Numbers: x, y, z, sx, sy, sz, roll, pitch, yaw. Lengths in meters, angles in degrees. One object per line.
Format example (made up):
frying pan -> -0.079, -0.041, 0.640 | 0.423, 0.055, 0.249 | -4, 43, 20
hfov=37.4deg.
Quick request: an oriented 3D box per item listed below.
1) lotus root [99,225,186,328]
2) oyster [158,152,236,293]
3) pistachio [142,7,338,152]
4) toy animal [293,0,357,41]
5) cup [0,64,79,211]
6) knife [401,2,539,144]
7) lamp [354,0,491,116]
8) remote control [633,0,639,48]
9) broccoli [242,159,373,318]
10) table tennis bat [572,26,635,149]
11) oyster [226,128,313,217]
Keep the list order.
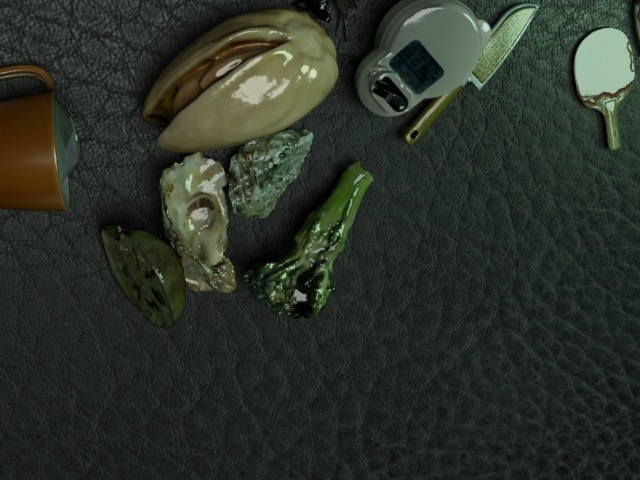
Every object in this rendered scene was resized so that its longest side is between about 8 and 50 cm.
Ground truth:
lotus root -> -0.272, 0.044, 1.530 | 0.078, 0.183, 0.203 | -37, 149, -28
oyster -> -0.210, -0.020, 1.562 | 0.161, 0.107, 0.232 | -35, 115, -43
pistachio -> -0.125, -0.244, 1.474 | 0.318, 0.214, 0.193 | -27, 72, 2
toy animal -> 0.026, -0.429, 1.532 | 0.105, 0.070, 0.202 | 2, 106, -34
cup -> -0.492, -0.146, 1.400 | 0.264, 0.182, 0.226 | -5, 77, -11
knife -> 0.268, -0.296, 1.674 | 0.061, 0.027, 0.343 | 40, 90, -25
lamp -> 0.159, -0.314, 1.585 | 0.246, 0.108, 0.179 | -42, 120, 7
remote control -> 0.716, -0.444, 1.777 | 0.285, 0.038, 0.123 | -25, 114, -7
broccoli -> -0.005, -0.004, 1.635 | 0.145, 0.165, 0.304 | 33, 81, 5
table tennis bat -> 0.539, -0.284, 1.779 | 0.131, 0.022, 0.234 | -20, 113, -12
oyster -> -0.088, -0.119, 1.589 | 0.125, 0.064, 0.177 | 19, 94, -46
